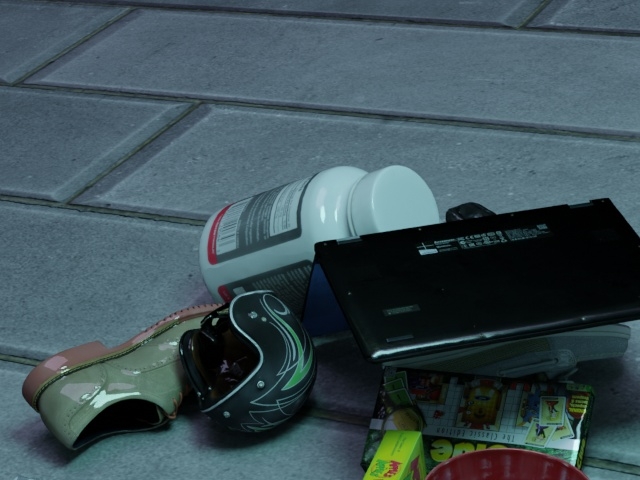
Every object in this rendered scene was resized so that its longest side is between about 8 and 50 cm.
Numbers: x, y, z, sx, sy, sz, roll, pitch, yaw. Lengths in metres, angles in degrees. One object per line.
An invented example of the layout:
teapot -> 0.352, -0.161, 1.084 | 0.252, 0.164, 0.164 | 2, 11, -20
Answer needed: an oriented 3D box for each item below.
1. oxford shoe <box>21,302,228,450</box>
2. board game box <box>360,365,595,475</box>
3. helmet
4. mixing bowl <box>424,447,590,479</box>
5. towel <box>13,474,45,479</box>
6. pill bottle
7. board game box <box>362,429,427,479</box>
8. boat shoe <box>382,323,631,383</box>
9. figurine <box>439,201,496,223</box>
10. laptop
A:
oxford shoe -> -0.204, 0.184, 2.278 | 0.348, 0.123, 0.130 | -20, 55, -26
board game box -> 0.185, 0.223, 2.073 | 0.260, 0.030, 0.136 | 3, 63, 22
helmet -> -0.085, 0.159, 2.202 | 0.169, 0.161, 0.169 | -23, -13, -6
mixing bowl -> 0.193, 0.303, 1.808 | 0.181, 0.098, 0.181 | -1, 25, 0
towel -> -0.245, 0.361, 1.887 | 0.235, 0.121, 0.283 | -5, 26, 4
pill bottle -> 0.000, 0.000, 2.357 | 0.318, 0.176, 0.176 | -17, 14, 43
board game box -> 0.074, 0.299, 1.951 | 0.043, 0.092, 0.181 | 2, 28, 20
boat shoe -> 0.234, 0.154, 2.208 | 0.320, 0.103, 0.118 | -7, 2, -10
figurine -> 0.212, 0.007, 2.412 | 0.215, 0.092, 0.209 | 6, 11, -41
laptop -> 0.194, 0.099, 2.164 | 0.382, 0.236, 0.408 | -9, 30, -10
